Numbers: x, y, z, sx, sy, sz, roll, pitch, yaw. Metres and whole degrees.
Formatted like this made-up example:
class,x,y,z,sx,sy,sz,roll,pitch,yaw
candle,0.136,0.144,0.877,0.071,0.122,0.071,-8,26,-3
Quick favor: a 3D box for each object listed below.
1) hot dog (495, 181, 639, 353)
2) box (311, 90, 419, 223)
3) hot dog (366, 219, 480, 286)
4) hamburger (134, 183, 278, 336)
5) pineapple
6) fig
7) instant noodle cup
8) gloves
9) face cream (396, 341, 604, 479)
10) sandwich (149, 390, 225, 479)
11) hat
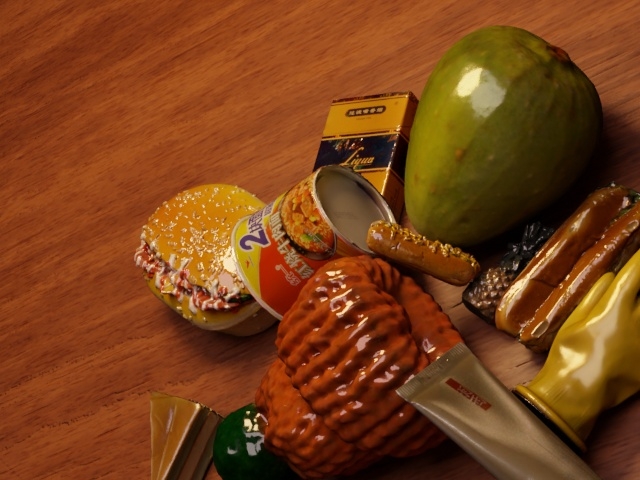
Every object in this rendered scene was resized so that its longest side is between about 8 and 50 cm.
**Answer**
class,x,y,z,sx,sy,sz,roll,pitch,yaw
hot dog,0.348,0.038,1.756,0.269,0.072,0.115,-46,52,-4
box,0.068,-0.117,2.076,0.152,0.070,0.237,-2,63,36
hot dog,0.142,0.018,1.810,0.165,0.071,0.045,21,103,3
hamburger,-0.162,0.025,2.095,0.227,0.151,0.295,-52,44,-8
pineapple,0.268,0.042,1.820,0.159,0.074,0.074,-48,45,-6
fig,0.244,-0.133,1.843,0.258,0.258,0.326,45,113,45
instant noodle cup,0.000,0.000,1.916,0.174,0.213,0.213,-42,42,32
gloves,0.385,0.127,1.658,0.294,0.133,0.116,-46,3,-5
face cream,0.253,0.266,1.570,0.341,0.084,0.137,43,47,18
sandwich,-0.230,0.322,1.992,0.113,0.079,0.163,9,69,42
hat,-0.003,0.220,1.769,0.400,0.285,0.285,-41,45,13
